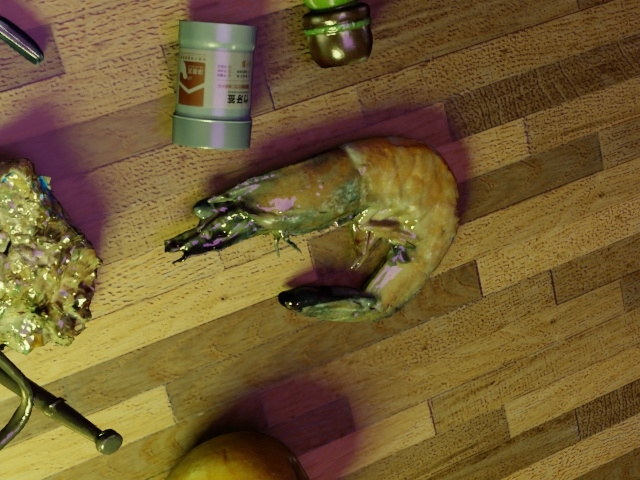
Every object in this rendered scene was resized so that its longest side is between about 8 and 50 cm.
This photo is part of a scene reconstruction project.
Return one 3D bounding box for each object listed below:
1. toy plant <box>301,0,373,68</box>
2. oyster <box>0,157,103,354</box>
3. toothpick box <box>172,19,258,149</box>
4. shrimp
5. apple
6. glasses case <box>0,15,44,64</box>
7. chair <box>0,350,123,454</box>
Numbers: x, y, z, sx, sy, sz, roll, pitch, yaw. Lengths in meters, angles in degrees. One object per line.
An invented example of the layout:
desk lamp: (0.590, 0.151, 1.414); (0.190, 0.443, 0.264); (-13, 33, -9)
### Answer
toy plant: (0.016, -0.309, 1.375); (0.092, 0.093, 0.162); (-18, 109, -18)
oyster: (-0.366, 0.022, 1.297); (0.198, 0.092, 0.260); (5, 104, -21)
toothpick box: (-0.133, -0.195, 1.334); (0.101, 0.101, 0.153); (-1, 102, -23)
shrimp: (0.000, 0.000, 1.460); (0.445, 0.085, 0.272); (-10, 112, -25)
apple: (-0.107, 0.373, 1.428); (0.207, 0.237, 0.237); (-32, 114, 5)
glasses case: (-0.361, -0.241, 1.261); (0.083, 0.033, 0.023); (37, 76, -27)
chair: (-0.509, 0.130, 1.040); (0.364, 0.410, 0.362); (-44, 141, -13)
